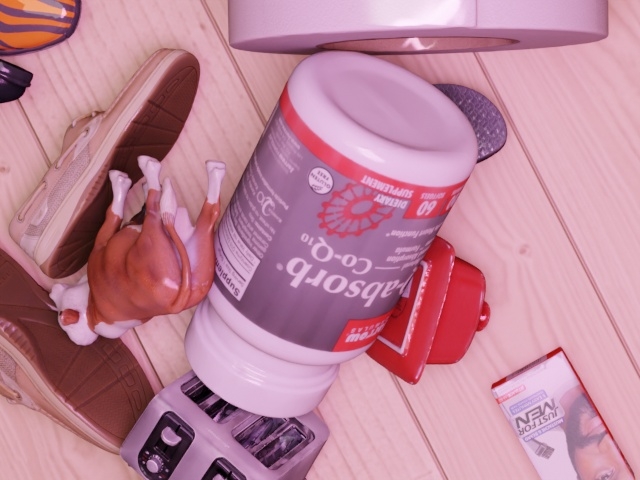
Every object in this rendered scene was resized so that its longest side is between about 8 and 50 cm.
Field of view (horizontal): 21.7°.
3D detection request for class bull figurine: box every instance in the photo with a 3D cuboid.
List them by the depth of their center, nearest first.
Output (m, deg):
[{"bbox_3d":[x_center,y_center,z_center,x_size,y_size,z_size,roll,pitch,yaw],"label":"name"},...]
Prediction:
[{"bbox_3d":[-0.195,0.016,1.801,0.101,0.310,0.188,11,79,-31],"label":"bull figurine"}]

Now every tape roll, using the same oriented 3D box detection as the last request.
[{"bbox_3d":[0.098,-0.233,1.694,0.392,0.392,0.072,0,93,8],"label":"tape roll"}]

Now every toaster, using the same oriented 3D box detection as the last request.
[{"bbox_3d":[-0.097,0.225,1.851,0.168,0.186,0.110,41,126,13],"label":"toaster"}]

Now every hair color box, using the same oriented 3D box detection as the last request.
[{"bbox_3d":[0.270,0.214,1.861,0.093,0.053,0.167,-30,89,8],"label":"hair color box"}]

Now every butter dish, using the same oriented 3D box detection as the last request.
[{"bbox_3d":[0.132,0.074,1.843,0.118,0.160,0.159,12,97,-23],"label":"butter dish"}]

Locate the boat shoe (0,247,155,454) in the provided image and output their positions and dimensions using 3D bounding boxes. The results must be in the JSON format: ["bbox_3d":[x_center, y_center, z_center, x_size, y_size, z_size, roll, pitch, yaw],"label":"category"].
[{"bbox_3d":[-0.328,0.130,1.926,0.341,0.122,0.110,43,135,6],"label":"boat shoe"}]

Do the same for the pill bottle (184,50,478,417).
[{"bbox_3d":[0.000,0.000,1.766,0.210,0.210,0.363,31,121,6],"label":"pill bottle"}]

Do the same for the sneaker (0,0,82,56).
[{"bbox_3d":[-0.439,-0.283,1.875,0.321,0.180,0.124,11,95,8],"label":"sneaker"}]

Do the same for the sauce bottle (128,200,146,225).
[{"bbox_3d":[-0.209,0.001,1.926,0.042,0.042,0.128,24,98,7],"label":"sauce bottle"}]

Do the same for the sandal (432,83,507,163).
[{"bbox_3d":[0.086,-0.117,1.878,0.255,0.054,0.097,-8,85,18],"label":"sandal"}]

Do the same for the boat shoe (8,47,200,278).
[{"bbox_3d":[-0.250,-0.102,1.897,0.098,0.109,0.302,40,103,24],"label":"boat shoe"}]

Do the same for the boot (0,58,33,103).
[{"bbox_3d":[-0.463,-0.128,1.929,0.247,0.094,0.207,14,91,14],"label":"boot"}]
